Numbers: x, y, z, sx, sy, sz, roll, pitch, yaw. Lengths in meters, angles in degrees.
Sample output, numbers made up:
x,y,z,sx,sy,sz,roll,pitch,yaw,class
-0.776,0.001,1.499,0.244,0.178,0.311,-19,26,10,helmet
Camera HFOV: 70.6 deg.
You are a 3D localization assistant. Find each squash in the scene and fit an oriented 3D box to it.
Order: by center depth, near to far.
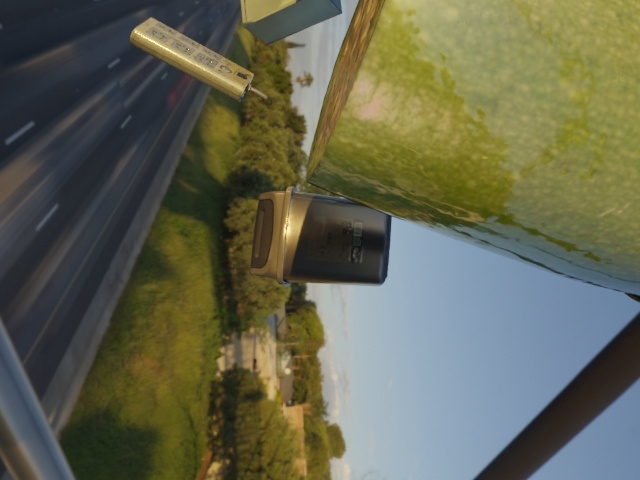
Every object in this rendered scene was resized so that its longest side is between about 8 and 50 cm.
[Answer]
x,y,z,sx,sy,sz,roll,pitch,yaw,class
0.204,-0.108,0.407,0.263,0.384,0.263,-161,-90,-82,squash

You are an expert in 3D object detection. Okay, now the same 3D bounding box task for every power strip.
x,y,z,sx,sy,sz,roll,pitch,yaw,class
-0.223,-0.335,0.860,0.034,0.267,0.092,-55,-164,37,power strip

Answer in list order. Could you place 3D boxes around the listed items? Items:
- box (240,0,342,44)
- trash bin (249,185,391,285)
x,y,z,sx,sy,sz,roll,pitch,yaw,class
-0.079,-0.645,1.118,0.117,0.224,0.225,6,76,-62,box
0.000,0.000,0.972,0.182,0.290,0.210,75,21,-81,trash bin
